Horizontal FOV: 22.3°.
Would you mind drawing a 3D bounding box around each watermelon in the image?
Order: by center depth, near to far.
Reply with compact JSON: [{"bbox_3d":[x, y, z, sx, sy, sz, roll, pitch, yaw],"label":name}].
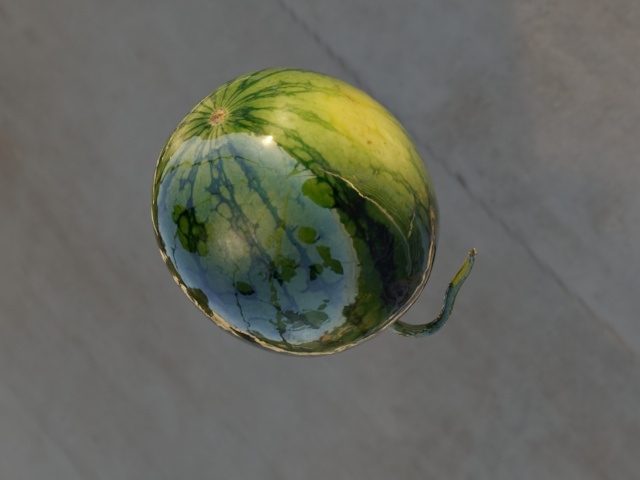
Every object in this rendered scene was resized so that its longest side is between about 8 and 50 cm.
[{"bbox_3d":[0.000,0.000,0.823,0.141,0.140,0.187,2,141,50],"label":"watermelon"}]
